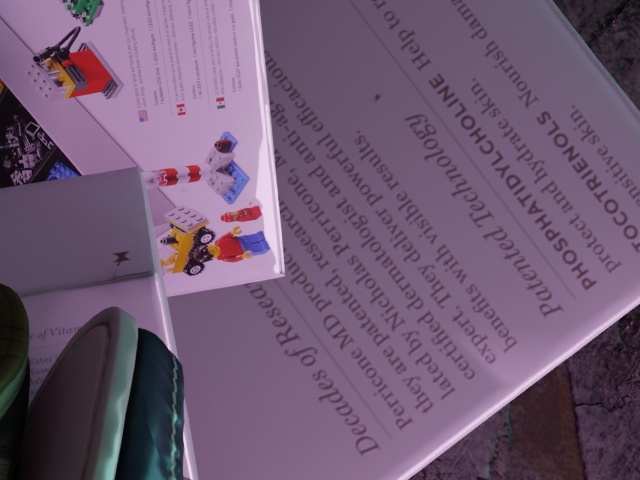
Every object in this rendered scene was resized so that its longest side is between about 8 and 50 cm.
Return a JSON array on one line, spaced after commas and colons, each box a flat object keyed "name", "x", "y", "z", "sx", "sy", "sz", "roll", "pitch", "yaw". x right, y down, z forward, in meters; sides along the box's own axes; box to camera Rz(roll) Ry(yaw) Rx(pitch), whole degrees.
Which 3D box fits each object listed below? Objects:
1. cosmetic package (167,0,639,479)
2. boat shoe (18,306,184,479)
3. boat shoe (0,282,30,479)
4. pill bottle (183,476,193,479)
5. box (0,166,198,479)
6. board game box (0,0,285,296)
[{"name": "cosmetic package", "x": 0.000, "y": 0.000, "z": 1.131, "sx": 0.327, "sy": 0.394, "sz": 0.329, "roll": 53, "pitch": -6, "yaw": 3}, {"name": "boat shoe", "x": -0.066, "y": 0.143, "z": 0.497, "sx": 0.095, "sy": 0.079, "sz": 0.254, "roll": -44, "pitch": -145, "yaw": 46}, {"name": "boat shoe", "x": -0.133, "y": 0.083, "z": 0.490, "sx": 0.223, "sy": 0.080, "sz": 0.073, "roll": -102, "pitch": -169, "yaw": -65}, {"name": "pill bottle", "x": -0.093, "y": 0.210, "z": 0.649, "sx": 0.121, "sy": 0.121, "sz": 0.216, "roll": -111, "pitch": -155, "yaw": -62}, {"name": "box", "x": -0.125, "y": 0.070, "z": 0.693, "sx": 0.091, "sy": 0.130, "sz": 0.170, "roll": -107, "pitch": -170, "yaw": -58}, {"name": "board game box", "x": -0.123, "y": -0.091, "z": 0.716, "sx": 0.053, "sy": 0.193, "sz": 0.305, "roll": -105, "pitch": -172, "yaw": -47}]
